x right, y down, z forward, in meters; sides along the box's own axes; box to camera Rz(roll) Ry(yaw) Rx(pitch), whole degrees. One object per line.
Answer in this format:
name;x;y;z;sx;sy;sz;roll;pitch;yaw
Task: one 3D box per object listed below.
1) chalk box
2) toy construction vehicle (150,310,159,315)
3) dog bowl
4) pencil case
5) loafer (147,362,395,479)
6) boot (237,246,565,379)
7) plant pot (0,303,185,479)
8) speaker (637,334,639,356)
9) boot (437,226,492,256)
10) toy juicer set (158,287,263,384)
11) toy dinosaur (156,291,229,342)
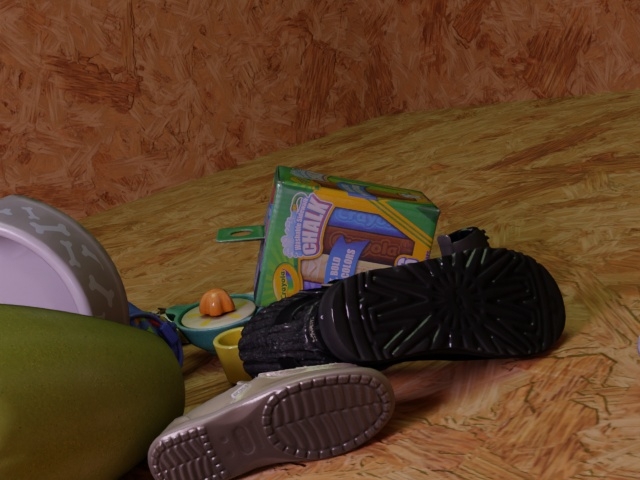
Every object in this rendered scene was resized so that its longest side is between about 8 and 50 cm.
chalk box;0.000;0.000;1.438;0.289;0.179;0.180;11;11;-6
toy construction vehicle;-0.243;0.126;1.724;0.086;0.035;0.098;-23;15;-35
dog bowl;-0.428;0.115;1.313;0.349;0.348;0.102;-13;10;4
pencil case;-0.307;0.143;1.522;0.133;0.119;0.306;-44;24;-18
loafer;-0.054;0.187;1.095;0.268;0.102;0.092;-15;18;-1
boot;0.095;0.100;1.253;0.348;0.131;0.260;1;-16;-26
plant pot;-0.302;0.186;1.110;0.275;0.274;0.293;-3;1;41
speaker;0.355;0.127;1.009;0.055;0.055;0.136;-12;12;9
boot;0.237;0.030;1.371;0.077;0.137;0.198;-3;15;42
toy juicer set;-0.116;0.101;1.504;0.209;0.089;0.329;-20;19;-27
toy dinosaur;-0.223;0.141;1.642;0.093;0.053;0.183;10;30;26
